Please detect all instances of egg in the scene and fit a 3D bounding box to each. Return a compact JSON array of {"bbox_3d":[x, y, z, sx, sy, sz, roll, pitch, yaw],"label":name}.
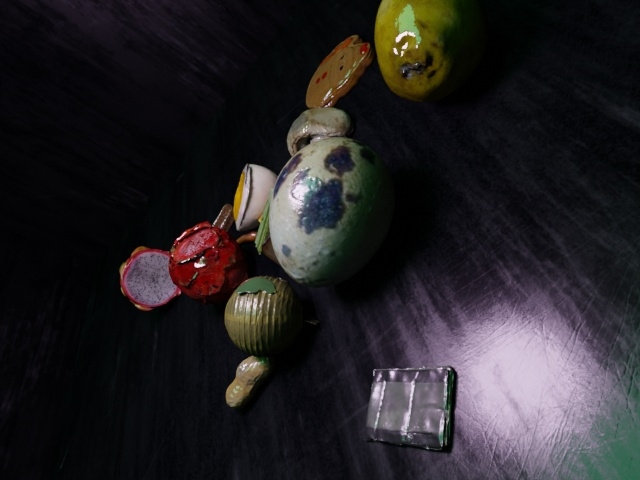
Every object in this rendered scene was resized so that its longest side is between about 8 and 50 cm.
[{"bbox_3d":[-0.251,-0.161,1.975,0.264,0.174,0.286,-104,30,-54],"label":"egg"},{"bbox_3d":[0.025,-0.077,1.370,0.345,0.345,0.427,32,99,57],"label":"egg"}]

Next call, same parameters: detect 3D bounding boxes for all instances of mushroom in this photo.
[{"bbox_3d":[-0.017,-0.423,1.868,0.267,0.164,0.189,-15,53,47],"label":"mushroom"}]

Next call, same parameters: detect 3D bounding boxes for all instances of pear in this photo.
[{"bbox_3d":[0.317,-0.589,1.409,0.352,0.352,0.413,-33,33,34],"label":"pear"}]

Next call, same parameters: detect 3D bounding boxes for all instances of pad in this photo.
[{"bbox_3d":[0.192,0.366,1.089,0.233,0.022,0.174,-17,51,47],"label":"pad"}]

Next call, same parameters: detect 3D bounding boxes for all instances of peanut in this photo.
[{"bbox_3d":[-0.222,0.434,1.527,0.214,0.099,0.099,-59,32,9],"label":"peanut"}]

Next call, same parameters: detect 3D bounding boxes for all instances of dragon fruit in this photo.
[{"bbox_3d":[-0.422,0.094,1.871,0.296,0.302,0.295,-32,37,27],"label":"dragon fruit"},{"bbox_3d":[-0.822,0.182,2.346,0.226,0.305,0.305,-2,62,60],"label":"dragon fruit"}]

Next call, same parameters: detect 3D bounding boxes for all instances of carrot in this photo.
[{"bbox_3d":[-0.315,-0.007,2.043,0.216,0.048,0.048,-16,52,52],"label":"carrot"}]

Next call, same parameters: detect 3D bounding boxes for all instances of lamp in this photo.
[{"bbox_3d":[-0.143,0.228,1.468,0.284,0.250,0.250,2,57,8],"label":"lamp"}]

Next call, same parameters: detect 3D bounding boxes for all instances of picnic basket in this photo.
[{"bbox_3d":[-0.452,-0.074,2.261,0.110,0.055,0.193,22,83,58],"label":"picnic basket"}]

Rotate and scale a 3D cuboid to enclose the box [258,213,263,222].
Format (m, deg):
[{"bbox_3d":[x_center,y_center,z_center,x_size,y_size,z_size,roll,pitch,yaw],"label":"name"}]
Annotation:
[{"bbox_3d":[-0.091,-0.146,1.814,0.301,0.084,0.193,-55,33,5],"label":"box"}]

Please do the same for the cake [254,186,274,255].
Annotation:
[{"bbox_3d":[-0.186,-0.071,1.719,0.235,0.099,0.100,-52,34,14],"label":"cake"}]

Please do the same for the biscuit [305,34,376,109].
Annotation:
[{"bbox_3d":[0.078,-0.716,2.075,0.381,0.074,0.358,-27,46,44],"label":"biscuit"}]

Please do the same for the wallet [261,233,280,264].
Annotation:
[{"bbox_3d":[-0.090,-0.031,1.680,0.255,0.137,0.031,-51,14,11],"label":"wallet"}]
